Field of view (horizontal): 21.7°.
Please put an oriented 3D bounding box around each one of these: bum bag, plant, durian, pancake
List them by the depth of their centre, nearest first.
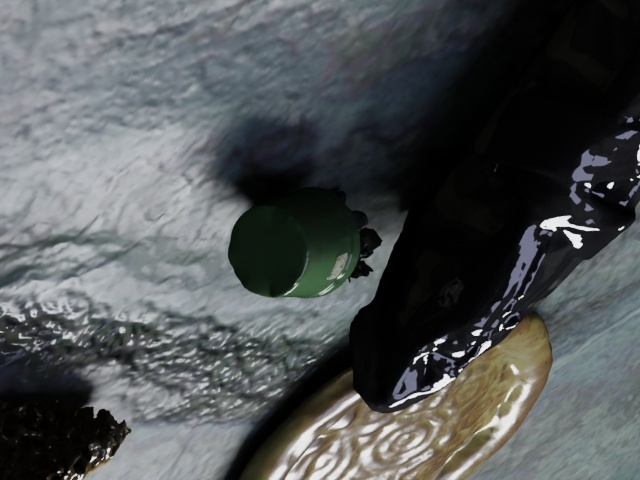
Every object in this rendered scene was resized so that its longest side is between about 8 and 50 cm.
[{"bbox_3d":[-0.134,0.104,0.739,0.130,0.052,0.066,-20,149,-33],"label":"durian"},{"bbox_3d":[0.000,0.000,0.754,0.051,0.051,0.102,-51,163,21],"label":"plant"},{"bbox_3d":[0.127,-0.054,0.767,0.340,0.095,0.144,-55,173,25],"label":"bum bag"},{"bbox_3d":[0.044,0.124,0.999,0.250,0.031,0.250,-29,149,-19],"label":"pancake"}]
